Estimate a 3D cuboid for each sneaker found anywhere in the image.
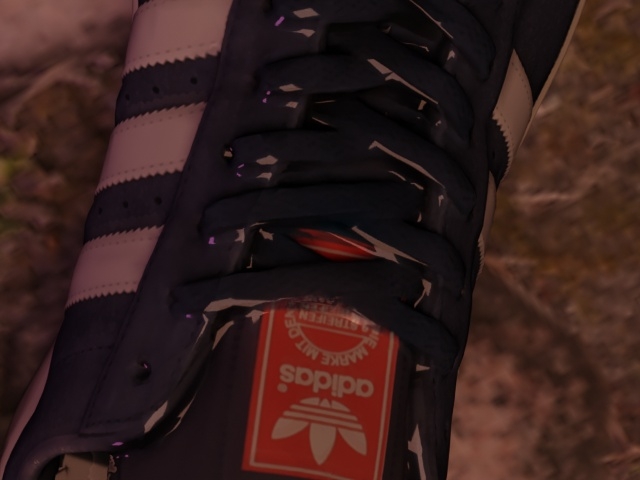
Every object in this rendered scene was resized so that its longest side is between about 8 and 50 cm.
[{"bbox_3d":[0.000,0.000,0.516,0.131,0.148,0.350,11,116,-13],"label":"sneaker"}]
